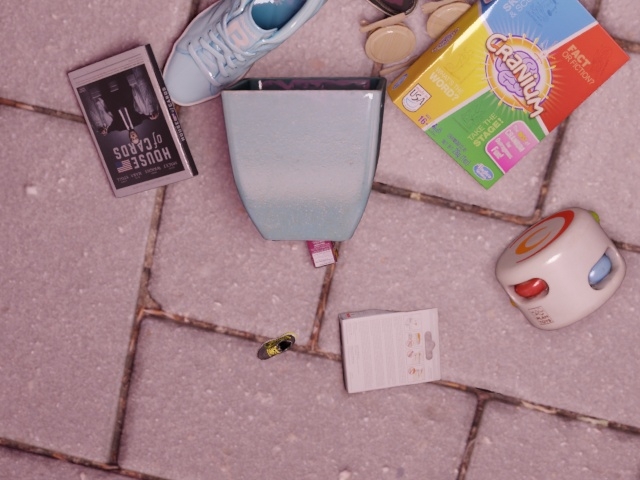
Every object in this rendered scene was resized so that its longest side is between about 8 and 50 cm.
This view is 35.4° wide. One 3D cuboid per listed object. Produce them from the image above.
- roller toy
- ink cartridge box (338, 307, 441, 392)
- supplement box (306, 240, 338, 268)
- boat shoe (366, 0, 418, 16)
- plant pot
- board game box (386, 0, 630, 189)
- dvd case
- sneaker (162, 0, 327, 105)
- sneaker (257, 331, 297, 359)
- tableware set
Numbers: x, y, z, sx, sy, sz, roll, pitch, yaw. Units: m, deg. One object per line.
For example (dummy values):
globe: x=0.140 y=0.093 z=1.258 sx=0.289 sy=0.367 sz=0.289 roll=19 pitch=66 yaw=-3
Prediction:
roller toy: x=0.404 y=0.054 z=1.687 sx=0.209 sy=0.191 sz=0.146 roll=-36 pitch=99 yaw=13
ink cartridge box: x=0.127 y=0.195 z=1.842 sx=0.179 sy=0.045 sz=0.146 roll=-7 pitch=104 yaw=-11
supplement box: x=0.000 y=0.000 z=1.786 sx=0.043 sy=0.055 sz=0.083 roll=-14 pitch=104 yaw=8
boat shoe: x=0.071 y=-0.457 z=1.648 sx=0.084 sy=0.079 sz=0.233 roll=-40 pitch=99 yaw=12
plant pot: x=-0.020 y=-0.133 z=1.650 sx=0.247 sy=0.248 sz=0.252 roll=1 pitch=104 yaw=6
board game box: x=0.304 y=-0.272 z=1.639 sx=0.242 sy=0.064 sz=0.316 roll=38 pitch=108 yaw=-23
dvd case: x=-0.327 y=-0.204 z=1.752 sx=0.179 sy=0.029 sz=0.239 roll=-13 pitch=103 yaw=30
sneaker: x=-0.134 y=-0.351 z=1.658 sx=0.366 sy=0.150 sz=0.135 roll=-40 pitch=97 yaw=15
sneaker: x=-0.083 y=0.197 z=1.856 sx=0.083 sy=0.035 sz=0.031 roll=-33 pitch=98 yaw=13
tableware set: x=0.165 y=-0.353 z=1.667 sx=0.194 sy=0.039 sz=0.128 roll=-16 pitch=146 yaw=12
